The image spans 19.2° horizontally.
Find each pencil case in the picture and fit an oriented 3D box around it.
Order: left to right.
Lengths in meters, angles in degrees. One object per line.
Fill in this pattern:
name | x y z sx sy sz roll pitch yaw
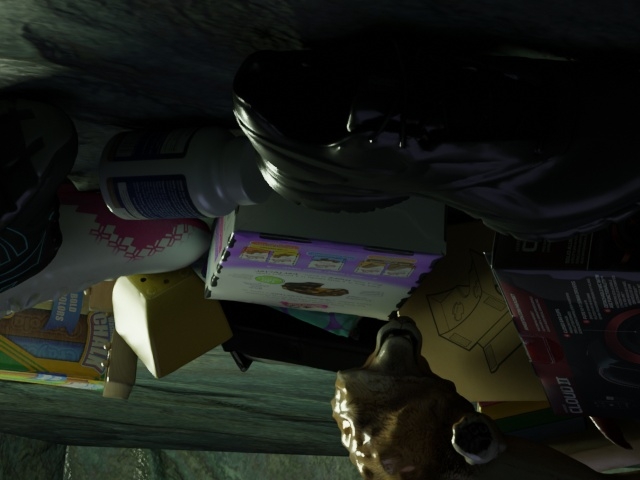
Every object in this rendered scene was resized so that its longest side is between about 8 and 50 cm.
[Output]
pencil case | -0.025 0.031 1.658 0.151 0.064 0.070 23 -158 2

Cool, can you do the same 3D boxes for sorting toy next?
sorting toy | 0.264 0.121 1.770 0.255 0.089 0.257 -14 -165 10

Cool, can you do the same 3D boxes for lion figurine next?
lion figurine | 0.185 0.203 1.537 0.392 0.142 0.240 27 -178 3

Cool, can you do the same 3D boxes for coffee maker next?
coffee maker | -0.001 0.069 1.748 0.178 0.120 0.171 7 172 20

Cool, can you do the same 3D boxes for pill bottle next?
pill bottle | -0.096 -0.049 1.380 0.120 0.067 0.067 -1 167 31

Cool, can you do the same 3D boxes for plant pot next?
plant pot | -0.136 0.054 1.682 0.081 0.081 0.083 -29 139 -19

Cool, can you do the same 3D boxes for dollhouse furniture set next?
dollhouse furniture set | -0.232 0.064 1.796 0.123 0.151 0.144 7 167 -7

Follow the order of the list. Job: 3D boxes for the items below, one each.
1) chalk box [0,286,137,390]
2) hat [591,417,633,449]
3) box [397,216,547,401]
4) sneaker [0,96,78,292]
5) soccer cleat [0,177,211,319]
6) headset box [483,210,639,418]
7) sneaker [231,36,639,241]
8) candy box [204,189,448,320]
chalk box | -0.254 0.083 1.945 0.213 0.132 0.132 9 169 -17
hat | 0.164 0.096 1.678 0.173 0.184 0.208 5 168 -8
box | 0.143 0.058 1.603 0.201 0.164 0.021 -6 -164 46
sneaker | -0.240 -0.028 1.420 0.106 0.101 0.267 -1 155 -38
soccer cleat | -0.259 0.017 1.591 0.331 0.143 0.116 8 168 -14
headset box | 0.265 0.037 1.374 0.293 0.110 0.218 0 146 22
sneaker | 0.078 -0.068 1.133 0.286 0.109 0.130 -1 161 19
candy box | 0.000 0.000 1.525 0.164 0.070 0.196 7 162 -9
